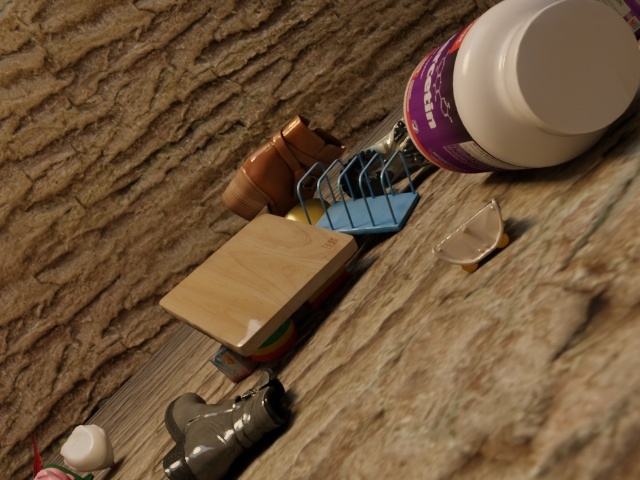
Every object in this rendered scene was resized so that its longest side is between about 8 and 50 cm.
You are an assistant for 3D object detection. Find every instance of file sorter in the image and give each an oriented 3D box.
[{"bbox_3d":[0.063,-0.082,1.150,0.171,0.104,0.118,-5,30,29],"label":"file sorter"}]

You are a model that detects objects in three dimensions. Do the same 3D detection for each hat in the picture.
[{"bbox_3d":[-0.636,0.532,1.504,0.208,0.183,0.173,-45,7,0],"label":"hat"}]

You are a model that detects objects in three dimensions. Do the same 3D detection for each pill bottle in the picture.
[{"bbox_3d":[0.217,-0.171,0.771,0.181,0.181,0.323,-45,7,-3],"label":"pill bottle"}]

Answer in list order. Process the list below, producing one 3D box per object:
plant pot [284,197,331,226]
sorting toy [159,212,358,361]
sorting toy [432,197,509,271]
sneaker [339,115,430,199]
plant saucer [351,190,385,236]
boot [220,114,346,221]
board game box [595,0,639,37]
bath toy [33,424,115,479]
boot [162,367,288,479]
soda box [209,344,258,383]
[{"bbox_3d":[0.000,0.000,1.262,0.134,0.134,0.095,-46,50,-7],"label":"plant pot"},{"bbox_3d":[-0.095,0.082,1.116,0.255,0.089,0.257,-43,35,-24],"label":"sorting toy"},{"bbox_3d":[0.167,-0.008,0.710,0.083,0.045,0.075,-42,1,23],"label":"sorting toy"},{"bbox_3d":[0.167,-0.178,1.287,0.283,0.110,0.122,-28,-1,15],"label":"sneaker"},{"bbox_3d":[0.077,-0.049,1.407,0.195,0.037,0.195,-43,8,8],"label":"plant saucer"},{"bbox_3d":[-0.031,-0.113,1.297,0.220,0.284,0.109,-46,46,16],"label":"boot"},{"bbox_3d":[0.467,-0.416,0.914,0.275,0.142,0.144,-43,7,14],"label":"board game box"},{"bbox_3d":[-0.557,0.532,1.366,0.151,0.129,0.348,29,70,36],"label":"bath toy"},{"bbox_3d":[-0.113,0.224,0.860,0.161,0.083,0.246,-38,13,-5],"label":"boot"},{"bbox_3d":[-0.117,0.165,1.187,0.058,0.063,0.183,-37,10,40],"label":"soda box"}]
